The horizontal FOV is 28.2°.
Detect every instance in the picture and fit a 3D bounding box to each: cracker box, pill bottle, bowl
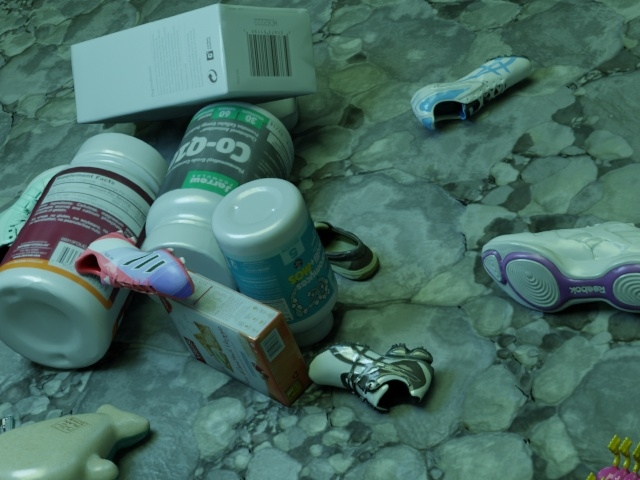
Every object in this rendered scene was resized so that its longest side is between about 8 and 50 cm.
[{"bbox_3d":[-0.133,0.147,1.958,0.232,0.156,0.067,22,57,42],"label":"cracker box"},{"bbox_3d":[-0.060,0.043,1.957,0.146,0.264,0.146,-13,41,11],"label":"pill bottle"},{"bbox_3d":[-0.107,-0.247,2.484,0.142,0.053,0.142,-17,40,6],"label":"bowl"},{"bbox_3d":[-0.403,0.007,2.193,0.224,0.224,0.392,-3,42,22],"label":"pill bottle"},{"bbox_3d":[-0.179,-0.056,2.177,0.204,0.204,0.361,-5,42,20],"label":"pill bottle"}]

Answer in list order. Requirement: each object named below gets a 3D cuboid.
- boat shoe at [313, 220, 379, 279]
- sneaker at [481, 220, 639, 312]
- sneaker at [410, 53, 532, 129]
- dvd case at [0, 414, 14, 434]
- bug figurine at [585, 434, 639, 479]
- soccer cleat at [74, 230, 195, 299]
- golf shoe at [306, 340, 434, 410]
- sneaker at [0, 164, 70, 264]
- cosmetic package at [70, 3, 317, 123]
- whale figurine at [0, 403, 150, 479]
[{"bbox_3d":[0.000,0.001,2.130,0.223,0.073,0.080,19,54,39],"label":"boat shoe"},{"bbox_3d":[0.395,0.034,1.902,0.305,0.114,0.152,7,33,25],"label":"sneaker"},{"bbox_3d":[0.282,-0.267,2.316,0.237,0.085,0.086,-23,65,-7],"label":"sneaker"},{"bbox_3d":[-0.551,0.334,2.051,0.119,0.013,0.087,-20,39,1],"label":"dvd case"},{"bbox_3d":[0.387,0.355,1.541,0.216,0.072,0.279,19,58,47],"label":"bug figurine"},{"bbox_3d":[-0.283,0.050,1.949,0.095,0.083,0.248,-35,35,-27],"label":"soccer cleat"},{"bbox_3d":[0.066,0.202,1.865,0.198,0.077,0.094,-5,42,21],"label":"golf shoe"},{"bbox_3d":[-0.534,-0.031,2.399,0.256,0.094,0.151,-39,35,-6],"label":"sneaker"},{"bbox_3d":[-0.246,-0.323,2.389,0.453,0.162,0.230,-5,2,45],"label":"cosmetic package"},{"bbox_3d":[-0.377,0.341,1.896,0.216,0.141,0.272,12,25,35],"label":"whale figurine"}]
